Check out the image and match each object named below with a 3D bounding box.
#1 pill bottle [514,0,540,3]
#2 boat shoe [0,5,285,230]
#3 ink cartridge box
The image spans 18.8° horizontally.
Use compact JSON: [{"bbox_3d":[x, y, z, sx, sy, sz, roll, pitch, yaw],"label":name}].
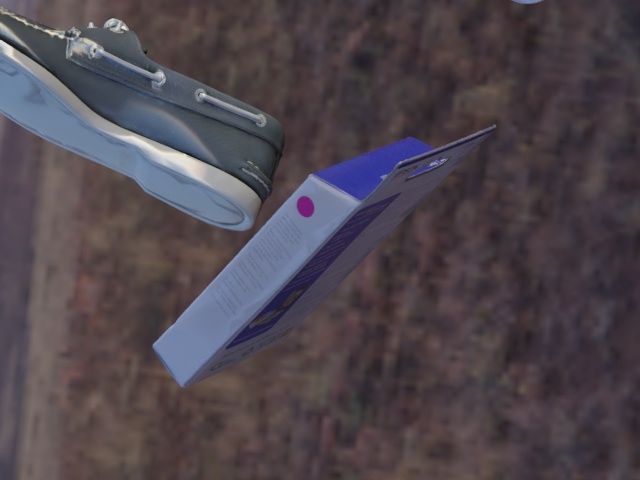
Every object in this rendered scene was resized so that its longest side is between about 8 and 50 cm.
[{"bbox_3d":[0.208,-0.289,1.828,0.152,0.086,0.086,-64,-7,-48],"label":"pill bottle"},{"bbox_3d":[-0.174,-0.125,1.589,0.099,0.319,0.116,-62,5,-21],"label":"boat shoe"},{"bbox_3d":[0.000,0.000,1.871,0.371,0.176,0.069,-43,78,36],"label":"ink cartridge box"}]
